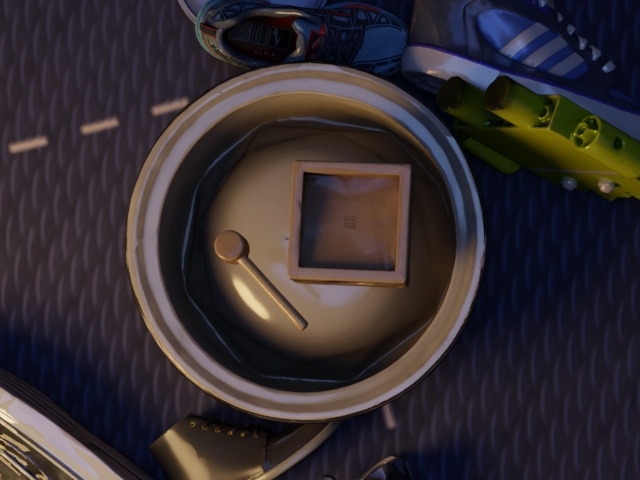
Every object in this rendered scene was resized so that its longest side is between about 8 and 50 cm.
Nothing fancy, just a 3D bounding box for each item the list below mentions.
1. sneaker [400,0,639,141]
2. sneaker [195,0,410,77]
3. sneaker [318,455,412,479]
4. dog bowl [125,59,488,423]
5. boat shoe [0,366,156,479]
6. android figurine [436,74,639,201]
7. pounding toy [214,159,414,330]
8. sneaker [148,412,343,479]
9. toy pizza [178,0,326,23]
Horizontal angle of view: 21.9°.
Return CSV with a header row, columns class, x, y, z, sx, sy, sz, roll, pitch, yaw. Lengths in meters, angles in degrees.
class,x,y,z,sx,sy,sz,roll,pitch,yaw
sneaker,0.268,-0.253,1.915,0.323,0.130,0.236,19,81,0
sneaker,-0.013,-0.223,1.918,0.262,0.125,0.104,3,105,-9
sneaker,0.122,0.323,1.894,0.269,0.101,0.153,-4,88,7
dog bowl,-0.011,0.006,1.908,0.408,0.150,0.407,0,85,6
boat shoe,-0.339,0.252,1.930,0.335,0.121,0.119,36,92,8
android figurine,0.264,-0.107,1.854,0.273,0.248,0.056,28,78,-34
pounding toy,-0.006,0.009,1.785,0.206,0.094,0.181,2,85,5
sneaker,-0.090,0.231,1.930,0.222,0.083,0.118,-32,83,3
toy pizza,-0.081,-0.332,1.997,0.201,0.032,0.201,0,87,4
